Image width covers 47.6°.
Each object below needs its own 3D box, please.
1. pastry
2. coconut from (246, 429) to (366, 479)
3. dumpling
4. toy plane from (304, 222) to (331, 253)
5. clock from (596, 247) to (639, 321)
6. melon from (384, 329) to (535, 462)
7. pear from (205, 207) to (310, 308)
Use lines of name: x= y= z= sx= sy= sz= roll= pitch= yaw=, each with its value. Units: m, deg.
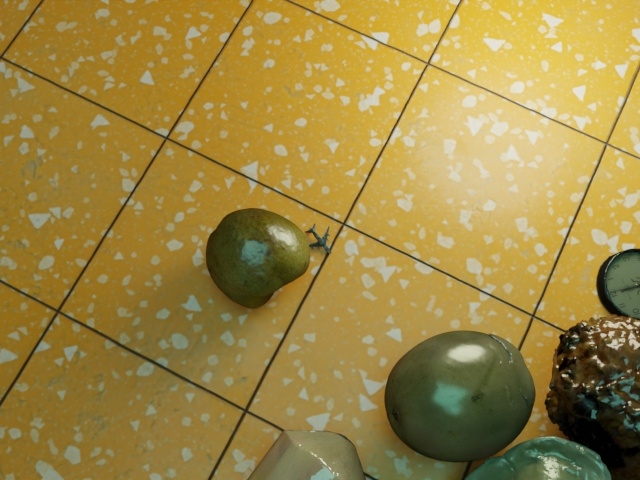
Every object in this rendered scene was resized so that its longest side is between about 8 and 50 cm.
pastry: x=0.665 y=0.357 z=1.508 sx=0.405 sy=0.292 sz=0.337 roll=20 pitch=57 yaw=-2
coconut: x=-0.021 y=0.503 z=1.491 sx=0.239 sy=0.239 sz=0.244 roll=41 pitch=76 yaw=11
dumpling: x=0.445 y=0.562 z=1.462 sx=0.270 sy=0.212 sz=0.321 roll=39 pitch=76 yaw=-20
toy plane: x=-0.001 y=-0.001 z=1.749 sx=0.078 sy=0.024 sz=0.084 roll=-40 pitch=77 yaw=7
clock: x=0.751 y=0.107 z=1.719 sx=0.184 sy=0.040 sz=0.184 roll=0 pitch=73 yaw=-1
melon: x=0.298 y=0.327 z=1.530 sx=0.330 sy=0.268 sz=0.268 roll=-11 pitch=72 yaw=-25
pear: x=-0.148 y=0.028 z=1.650 sx=0.228 sy=0.188 sz=0.211 roll=-37 pitch=90 yaw=-11
